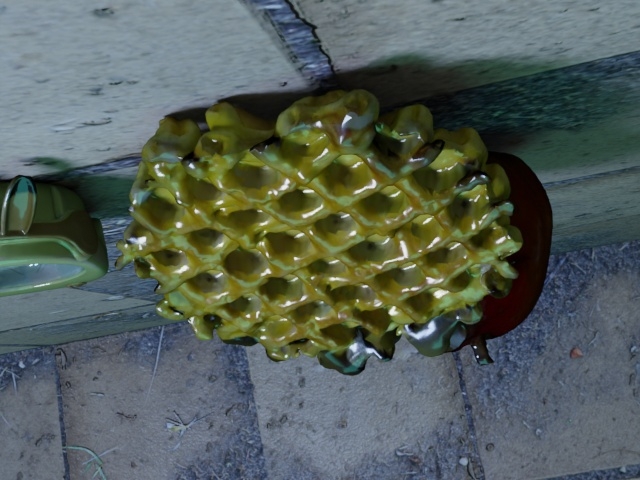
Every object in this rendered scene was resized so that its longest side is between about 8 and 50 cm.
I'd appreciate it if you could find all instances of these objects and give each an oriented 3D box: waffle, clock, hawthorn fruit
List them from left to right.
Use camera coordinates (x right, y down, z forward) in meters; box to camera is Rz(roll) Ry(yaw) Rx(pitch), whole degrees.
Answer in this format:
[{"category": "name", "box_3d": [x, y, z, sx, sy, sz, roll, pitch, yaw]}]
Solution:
[{"category": "clock", "box_3d": [-0.265, -0.001, 0.742, 0.170, 0.069, 0.232, -7, 170, -12]}, {"category": "waffle", "box_3d": [0.001, 0.007, 0.686, 0.329, 0.062, 0.329, 0, 144, 0]}, {"category": "hawthorn fruit", "box_3d": [0.133, 0.015, 0.844, 0.185, 0.202, 0.185, -8, 165, -2]}]
